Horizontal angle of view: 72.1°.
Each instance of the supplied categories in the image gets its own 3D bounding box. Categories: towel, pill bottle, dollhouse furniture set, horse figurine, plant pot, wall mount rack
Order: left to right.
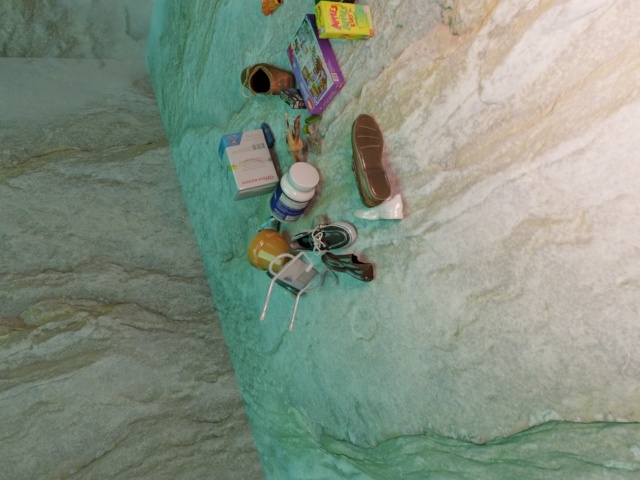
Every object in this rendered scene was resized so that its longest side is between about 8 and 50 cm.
[{"bbox_3d":[-0.254,-0.500,2.096,0.119,0.029,0.067,65,149,21],"label":"towel"},{"bbox_3d":[-0.210,0.070,2.097,0.188,0.205,0.205,26,124,34],"label":"plant pot"},{"bbox_3d":[-0.109,-0.408,1.791,0.263,0.066,0.174,124,135,-76],"label":"horse figurine"},{"bbox_3d":[-0.110,-0.200,1.853,0.153,0.153,0.264,65,146,20],"label":"pill bottle"},{"bbox_3d":[-0.103,0.205,1.792,0.304,0.350,0.130,-45,52,7],"label":"wall mount rack"},{"bbox_3d":[-0.022,-0.422,1.750,0.076,0.059,0.151,32,147,41],"label":"dollhouse furniture set"}]

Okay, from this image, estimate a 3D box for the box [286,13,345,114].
[{"bbox_3d":[-0.024,-0.648,1.634,0.201,0.057,0.293,-34,72,57],"label":"box"}]

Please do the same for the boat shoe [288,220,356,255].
[{"bbox_3d":[-0.002,-0.004,1.730,0.307,0.105,0.113,0,114,40],"label":"boat shoe"}]

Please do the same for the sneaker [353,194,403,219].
[{"bbox_3d":[0.196,-0.114,1.474,0.212,0.080,0.094,2,91,51],"label":"sneaker"}]

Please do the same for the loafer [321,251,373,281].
[{"bbox_3d":[0.106,0.081,1.646,0.220,0.080,0.078,21,109,23],"label":"loafer"}]

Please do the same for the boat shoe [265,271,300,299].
[{"bbox_3d":[-0.177,0.196,2.200,0.099,0.116,0.319,-54,30,-4],"label":"boat shoe"}]

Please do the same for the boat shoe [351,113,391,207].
[{"bbox_3d":[0.142,-0.256,1.432,0.104,0.111,0.307,143,124,-62],"label":"boat shoe"}]

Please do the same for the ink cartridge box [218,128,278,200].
[{"bbox_3d":[-0.350,-0.357,2.111,0.197,0.198,0.269,-32,75,68],"label":"ink cartridge box"}]

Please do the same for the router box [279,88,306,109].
[{"bbox_3d":[-0.094,-0.563,1.747,0.122,0.092,0.038,49,140,38],"label":"router box"}]

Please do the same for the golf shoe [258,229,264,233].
[{"bbox_3d":[-0.273,0.036,2.300,0.094,0.077,0.198,114,142,-60],"label":"golf shoe"}]

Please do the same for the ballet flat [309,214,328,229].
[{"bbox_3d":[-0.022,-0.013,1.853,0.068,0.072,0.213,59,144,38],"label":"ballet flat"}]

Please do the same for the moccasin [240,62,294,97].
[{"bbox_3d":[-0.263,-0.693,1.922,0.380,0.147,0.139,41,134,45],"label":"moccasin"}]

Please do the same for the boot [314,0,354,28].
[{"bbox_3d":[0.035,-0.797,1.458,0.219,0.082,0.106,-1,103,61],"label":"boot"}]

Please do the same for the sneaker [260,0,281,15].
[{"bbox_3d":[-0.195,-0.975,1.792,0.067,0.064,0.175,64,151,3],"label":"sneaker"}]

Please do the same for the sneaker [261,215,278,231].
[{"bbox_3d":[-0.235,-0.073,2.201,0.082,0.072,0.191,65,156,7],"label":"sneaker"}]

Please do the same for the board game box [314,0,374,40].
[{"bbox_3d":[0.075,-0.668,1.342,0.043,0.182,0.092,-2,99,59],"label":"board game box"}]
